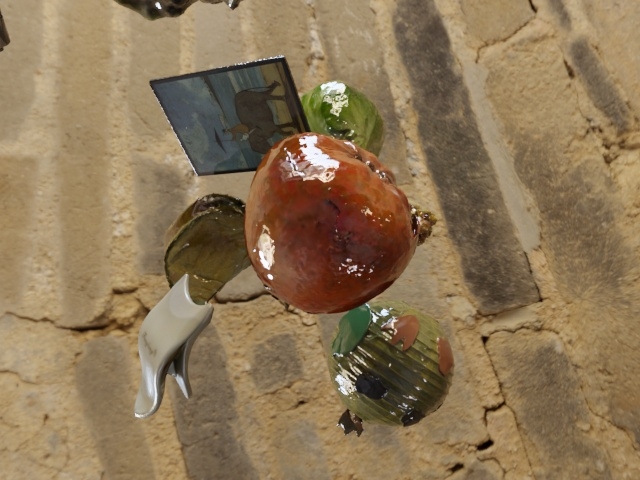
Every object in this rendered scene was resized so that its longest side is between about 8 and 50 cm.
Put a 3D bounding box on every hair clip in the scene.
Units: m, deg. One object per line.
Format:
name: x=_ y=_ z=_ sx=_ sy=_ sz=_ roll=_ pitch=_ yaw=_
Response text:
hair clip: x=-0.314 y=0.229 z=1.086 sx=0.172 sy=0.113 sz=0.281 roll=34 pitch=-62 yaw=52

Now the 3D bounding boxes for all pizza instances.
pizza: x=0.133 y=-0.038 z=0.999 sx=0.058 sy=0.247 sz=0.127 roll=-47 pitch=-134 yaw=50

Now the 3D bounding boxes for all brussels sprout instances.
brussels sprout: x=0.051 y=-0.266 z=1.309 sx=0.210 sy=0.219 sz=0.271 roll=-31 pitch=-137 yaw=25

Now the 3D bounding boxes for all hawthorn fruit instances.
hawthorn fruit: x=0.000 y=0.000 z=0.806 sx=0.276 sy=0.276 sz=0.307 roll=41 pitch=-59 yaw=24

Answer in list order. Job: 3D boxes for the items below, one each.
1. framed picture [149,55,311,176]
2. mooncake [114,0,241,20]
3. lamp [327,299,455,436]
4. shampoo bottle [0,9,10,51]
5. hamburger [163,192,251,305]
framed picture: x=-0.190 y=-0.264 z=1.186 sx=0.347 sy=0.264 sz=0.016 roll=0 pitch=-138 yaw=24
mooncake: x=-0.259 y=-0.568 z=0.984 sx=0.393 sy=0.246 sz=0.394 roll=-45 pitch=-126 yaw=21
lamp: x=0.117 y=0.252 z=1.016 sx=0.250 sy=0.250 sz=0.284 roll=33 pitch=-93 yaw=25
shampoo bottle: x=-0.569 y=-0.369 z=0.924 sx=0.137 sy=0.048 sz=0.027 roll=-17 pitch=-137 yaw=62
hamburger: x=-0.271 y=0.012 z=1.281 sx=0.211 sy=0.132 sz=0.309 roll=44 pitch=-80 yaw=-2
